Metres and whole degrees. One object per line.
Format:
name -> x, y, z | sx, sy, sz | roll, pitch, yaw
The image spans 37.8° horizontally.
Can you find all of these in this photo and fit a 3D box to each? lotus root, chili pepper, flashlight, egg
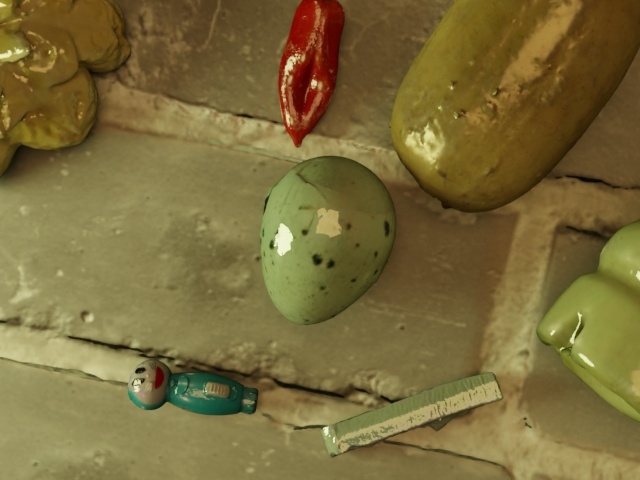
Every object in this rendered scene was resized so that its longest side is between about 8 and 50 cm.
lotus root -> 0.198, -0.179, 0.861 | 0.169, 0.151, 0.343 | 36, 103, 4
chili pepper -> -0.009, -0.188, 0.937 | 0.059, 0.050, 0.191 | 9, 94, -13
flashlight -> -0.126, 0.149, 0.925 | 0.129, 0.051, 0.051 | 9, 87, -3
egg -> 0.000, 0.000, 0.886 | 0.131, 0.131, 0.164 | 27, 95, 4

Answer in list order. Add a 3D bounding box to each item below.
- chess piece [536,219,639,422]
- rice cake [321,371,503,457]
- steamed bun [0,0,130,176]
chess piece -> 0.396, -0.030, 0.827 | 0.234, 0.234, 0.442 | 37, 89, 4
rice cake -> 0.091, 0.174, 0.918 | 0.180, 0.030, 0.042 | -19, 80, 1
steamed bun -> -0.348, -0.193, 0.913 | 0.295, 0.137, 0.292 | 11, 90, 1
